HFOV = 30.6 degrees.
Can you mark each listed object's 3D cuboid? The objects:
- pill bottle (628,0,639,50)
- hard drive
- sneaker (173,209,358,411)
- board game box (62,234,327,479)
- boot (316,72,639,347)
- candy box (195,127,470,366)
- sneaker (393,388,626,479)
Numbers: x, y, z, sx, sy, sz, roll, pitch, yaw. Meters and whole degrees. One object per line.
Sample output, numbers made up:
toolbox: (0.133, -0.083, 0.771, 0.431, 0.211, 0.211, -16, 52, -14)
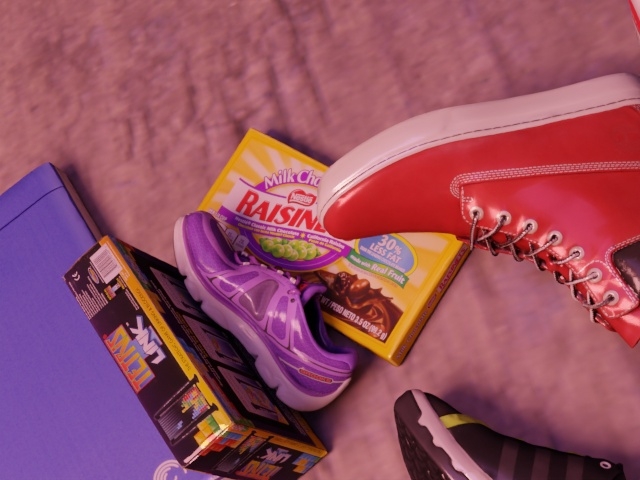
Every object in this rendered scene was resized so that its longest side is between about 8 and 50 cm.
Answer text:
pill bottle: (0.269, -0.091, 0.634, 0.176, 0.318, 0.176, -8, 67, 19)
hard drive: (-0.222, 0.116, 0.904, 0.210, 0.040, 0.318, -37, 60, 3)
sneaker: (-0.036, 0.039, 0.831, 0.071, 0.068, 0.170, -45, 81, 17)
board game box: (-0.085, 0.086, 0.803, 0.048, 0.141, 0.170, -42, 60, 7)
boot: (0.128, 0.000, 0.771, 0.244, 0.088, 0.176, -15, 66, -1)
candy box: (0.000, 0.000, 0.872, 0.206, 0.027, 0.105, 28, 79, 28)
sneaker: (0.142, 0.166, 0.725, 0.097, 0.084, 0.235, -31, 50, -21)
